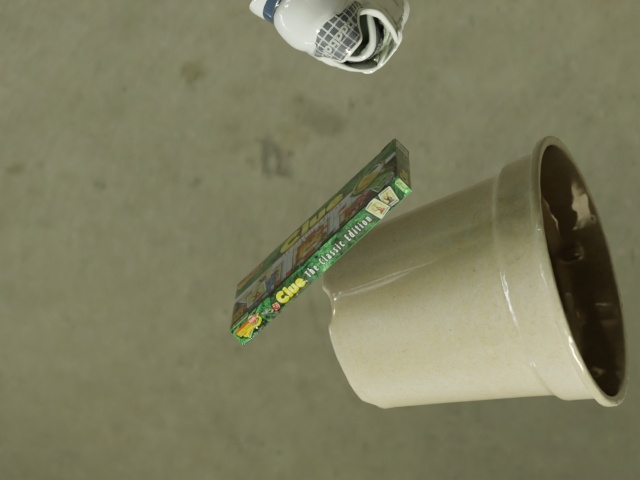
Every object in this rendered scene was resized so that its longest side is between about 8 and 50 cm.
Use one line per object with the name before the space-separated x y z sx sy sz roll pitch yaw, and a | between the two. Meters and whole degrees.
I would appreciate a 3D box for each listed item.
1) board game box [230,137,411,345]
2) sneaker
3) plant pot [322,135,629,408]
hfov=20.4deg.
board game box | 0.000 0.000 1.981 0.030 0.136 0.260 44 106 -12
sneaker | 0.027 -0.174 1.437 0.095 0.235 0.090 39 109 15
plant pot | 0.183 0.071 2.187 0.306 0.333 0.333 -15 128 21
